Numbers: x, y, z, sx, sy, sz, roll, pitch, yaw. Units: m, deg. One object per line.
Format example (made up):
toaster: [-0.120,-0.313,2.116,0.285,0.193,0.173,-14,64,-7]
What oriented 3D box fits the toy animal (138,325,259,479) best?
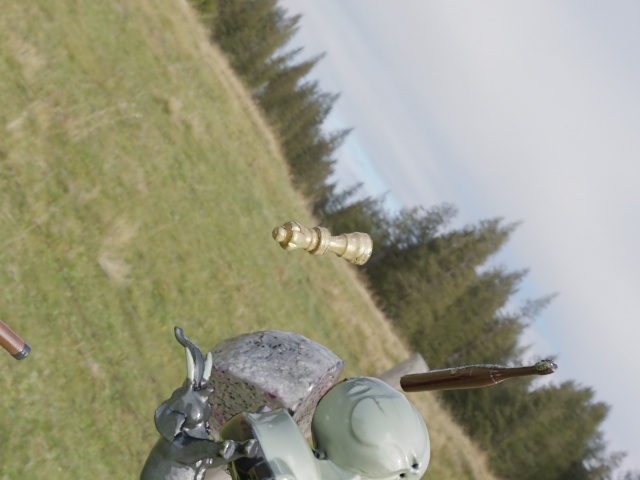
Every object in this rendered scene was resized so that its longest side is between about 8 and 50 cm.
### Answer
toy animal: [-0.150,0.246,1.023,0.082,0.137,0.269,24,74,-60]

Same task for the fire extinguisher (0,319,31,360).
fire extinguisher: [-0.356,0.100,0.935,0.022,0.028,0.083,25,-25,47]

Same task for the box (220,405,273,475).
box: [-0.105,0.310,1.282,0.036,0.117,0.050,36,-19,-6]

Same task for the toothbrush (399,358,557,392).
toothbrush: [0.260,0.233,1.434,0.364,0.041,0.040,-20,-75,55]

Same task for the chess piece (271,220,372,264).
chess piece: [0.000,0.001,1.369,0.172,0.060,0.060,11,32,-30]

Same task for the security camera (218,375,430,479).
security camera: [0.016,0.294,1.162,0.191,0.277,0.196,-132,-153,-59]

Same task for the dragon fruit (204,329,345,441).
dragon fruit: [-0.104,0.267,1.577,0.221,0.204,0.283,30,-45,12]
